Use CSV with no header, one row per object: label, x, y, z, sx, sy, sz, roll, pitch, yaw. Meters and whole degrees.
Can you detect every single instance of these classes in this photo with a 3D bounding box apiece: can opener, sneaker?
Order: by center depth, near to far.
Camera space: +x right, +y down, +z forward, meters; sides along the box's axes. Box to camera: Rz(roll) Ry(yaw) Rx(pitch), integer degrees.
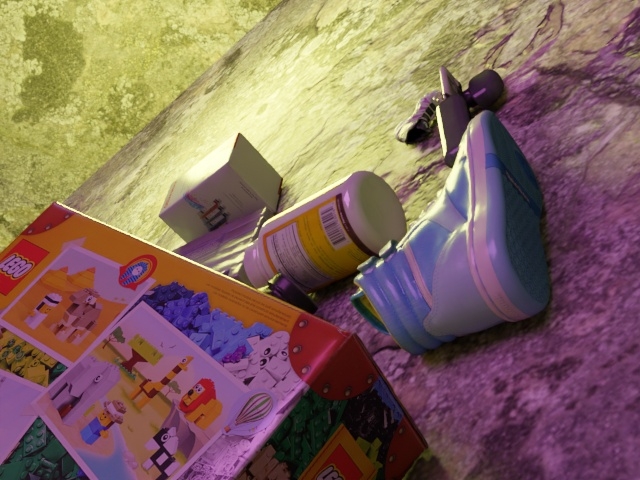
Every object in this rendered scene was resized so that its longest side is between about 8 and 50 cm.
sneaker,0.128,-0.009,0.985,0.208,0.127,0.319,-30,25,28
can opener,0.199,-0.169,1.221,0.093,0.074,0.280,-32,25,25
sneaker,0.159,-0.180,1.367,0.098,0.038,0.069,-50,22,8

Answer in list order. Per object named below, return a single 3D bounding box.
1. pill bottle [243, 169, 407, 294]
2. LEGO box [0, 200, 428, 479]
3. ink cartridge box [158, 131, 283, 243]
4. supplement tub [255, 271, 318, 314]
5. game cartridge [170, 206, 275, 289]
pill bottle,0.000,0.000,1.197,0.215,0.117,0.117,-27,27,36
LEGO box,-0.214,0.201,0.881,0.500,0.193,0.372,19,60,44
ink cartridge box,-0.178,-0.078,1.631,0.176,0.127,0.128,-33,24,23
supplement tub,-0.094,0.132,1.134,0.198,0.106,0.106,-47,22,-8
game cartridge,-0.238,0.080,1.481,0.355,0.068,0.230,-24,19,22
